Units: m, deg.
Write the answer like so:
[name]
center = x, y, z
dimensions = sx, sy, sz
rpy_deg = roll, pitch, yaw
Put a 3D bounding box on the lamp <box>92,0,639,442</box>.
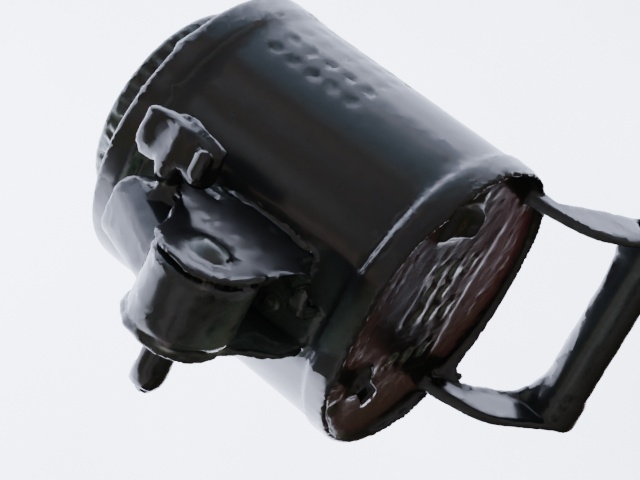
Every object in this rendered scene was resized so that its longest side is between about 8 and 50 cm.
[lamp]
center = 0.000, -0.021, 1.101
dimensions = 0.374, 0.272, 0.205
rpy_deg = 4, -56, -41
